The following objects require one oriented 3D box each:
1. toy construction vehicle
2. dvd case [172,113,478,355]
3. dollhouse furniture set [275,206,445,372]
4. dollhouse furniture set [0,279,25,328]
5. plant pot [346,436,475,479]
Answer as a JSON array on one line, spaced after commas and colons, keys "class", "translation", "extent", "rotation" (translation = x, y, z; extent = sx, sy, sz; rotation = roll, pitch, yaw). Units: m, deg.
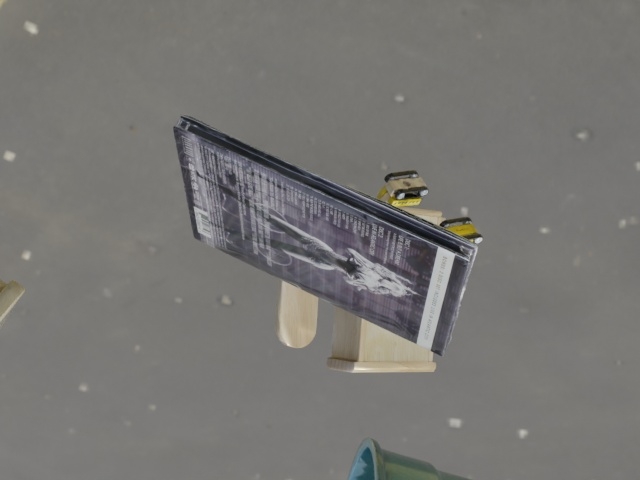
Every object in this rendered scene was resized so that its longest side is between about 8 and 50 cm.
[{"class": "toy construction vehicle", "translation": [0.073, -0.015, 0.949], "extent": [0.098, 0.086, 0.035], "rotation": [-11, 144, -30]}, {"class": "dvd case", "translation": [0.000, 0.000, 0.814], "extent": [0.221, 0.018, 0.164], "rotation": [25, 155, 12]}, {"class": "dollhouse furniture set", "translation": [-0.038, 0.047, 1.289], "extent": [0.303, 0.174, 0.355], "rotation": [6, 177, -38]}, {"class": "dollhouse furniture set", "translation": [-0.308, 0.080, 0.710], "extent": [0.129, 0.184, 0.129], "rotation": [37, 130, -5]}, {"class": "plant pot", "translation": [0.189, 0.439, 1.377], "extent": [0.334, 0.341, 0.341], "rotation": [12, 146, -5]}]
